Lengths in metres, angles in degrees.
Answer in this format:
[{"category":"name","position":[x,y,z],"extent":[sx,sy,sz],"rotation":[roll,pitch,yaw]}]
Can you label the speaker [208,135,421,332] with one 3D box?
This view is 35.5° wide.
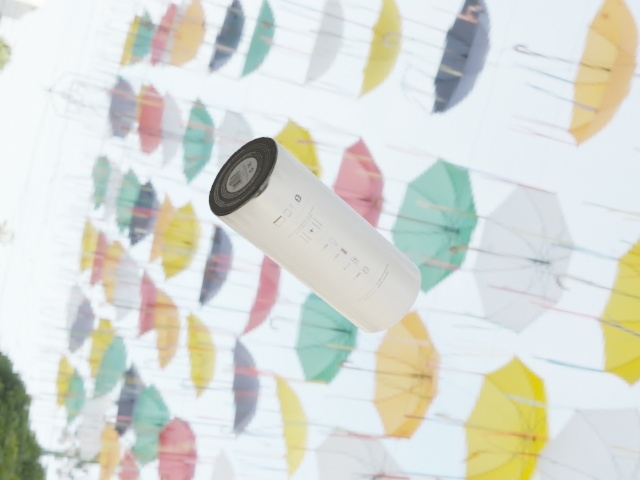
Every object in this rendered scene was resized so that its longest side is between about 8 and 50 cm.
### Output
[{"category":"speaker","position":[0.000,0.000,0.591],"extent":[0.055,0.136,0.055],"rotation":[-31,-142,28]}]
